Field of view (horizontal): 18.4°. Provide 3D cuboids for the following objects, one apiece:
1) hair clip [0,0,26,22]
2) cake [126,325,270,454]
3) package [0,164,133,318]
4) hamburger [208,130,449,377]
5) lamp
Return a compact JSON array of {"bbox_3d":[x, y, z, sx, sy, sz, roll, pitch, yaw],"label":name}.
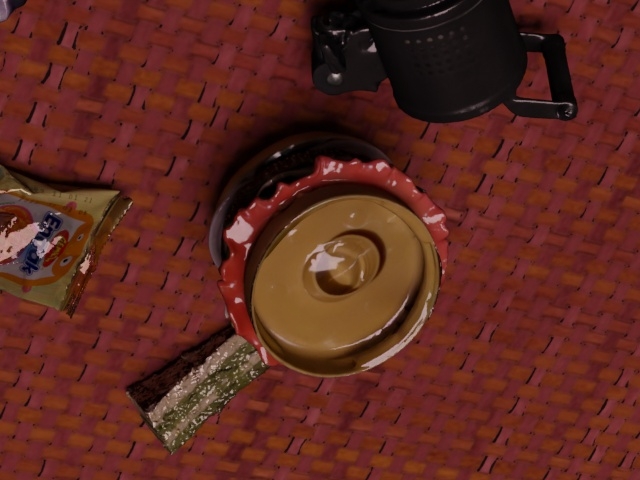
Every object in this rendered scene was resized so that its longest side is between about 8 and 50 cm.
[{"bbox_3d":[-0.151,-0.213,1.240,0.292,0.084,0.106,-29,132,10],"label":"hair clip"},{"bbox_3d":[-0.078,0.104,1.490,0.140,0.055,0.051,-33,120,4],"label":"cake"},{"bbox_3d":[-0.207,-0.004,1.388,0.121,0.031,0.108,17,117,-27],"label":"package"},{"bbox_3d":[0.000,0.003,1.391,0.175,0.137,0.175,-8,120,-13],"label":"hamburger"},{"bbox_3d":[0.063,-0.165,1.311,0.172,0.147,0.227,-14,135,9],"label":"lamp"}]
